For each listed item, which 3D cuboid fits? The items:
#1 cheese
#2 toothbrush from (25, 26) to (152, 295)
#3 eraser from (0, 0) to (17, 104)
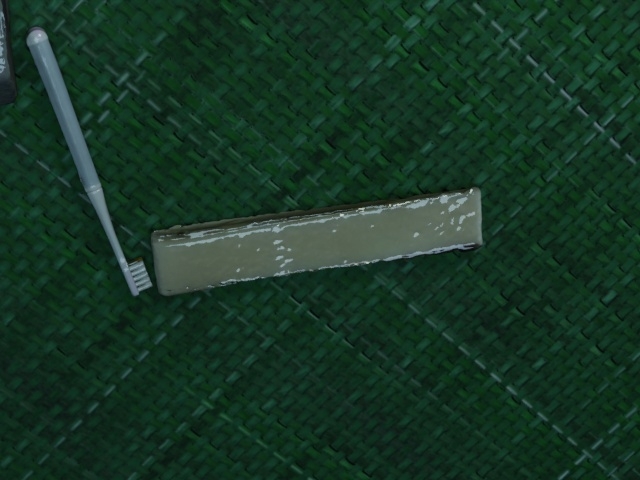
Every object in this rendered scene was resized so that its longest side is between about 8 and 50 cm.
[{"bbox_3d":[-0.001,-0.002,1.684,0.400,0.034,0.085,-9,111,-7],"label":"cheese"},{"bbox_3d":[-0.262,-0.083,1.600,0.030,0.025,0.342,-23,117,-7],"label":"toothbrush"},{"bbox_3d":[-0.385,-0.293,1.454,0.111,0.077,0.353,-5,115,-9],"label":"eraser"}]
